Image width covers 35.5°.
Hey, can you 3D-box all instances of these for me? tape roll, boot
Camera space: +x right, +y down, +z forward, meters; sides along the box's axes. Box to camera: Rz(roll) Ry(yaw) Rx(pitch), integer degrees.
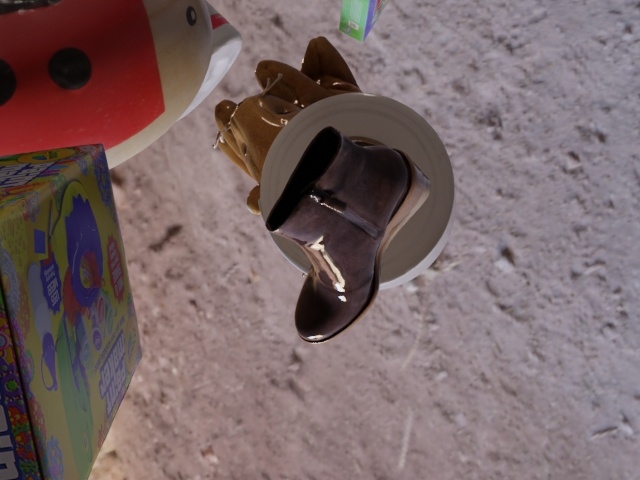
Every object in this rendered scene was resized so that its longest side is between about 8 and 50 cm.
[{"bbox_3d":[0.055,-0.057,1.307,0.169,0.246,0.246,28,-141,-82],"label":"tape roll"},{"bbox_3d":[0.000,0.000,1.063,0.090,0.207,0.248,42,106,32],"label":"boot"}]

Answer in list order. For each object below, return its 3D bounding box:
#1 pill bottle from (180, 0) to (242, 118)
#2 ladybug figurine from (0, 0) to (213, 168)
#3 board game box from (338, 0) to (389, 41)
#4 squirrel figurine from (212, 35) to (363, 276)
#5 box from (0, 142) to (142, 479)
[{"bbox_3d":[-0.280,-0.327,1.407,0.318,0.176,0.176,43,141,2],"label":"pill bottle"},{"bbox_3d":[-0.324,-0.204,1.043,0.305,0.449,0.162,61,161,14],"label":"ladybug figurine"},{"bbox_3d":[0.105,-0.431,1.371,0.046,0.213,0.317,30,167,5],"label":"board game box"},{"bbox_3d":[-0.006,-0.123,1.685,0.397,0.281,0.370,53,-172,-7],"label":"squirrel figurine"},{"bbox_3d":[-0.280,0.062,0.619,0.290,0.279,0.177,-99,2,-77],"label":"box"}]
